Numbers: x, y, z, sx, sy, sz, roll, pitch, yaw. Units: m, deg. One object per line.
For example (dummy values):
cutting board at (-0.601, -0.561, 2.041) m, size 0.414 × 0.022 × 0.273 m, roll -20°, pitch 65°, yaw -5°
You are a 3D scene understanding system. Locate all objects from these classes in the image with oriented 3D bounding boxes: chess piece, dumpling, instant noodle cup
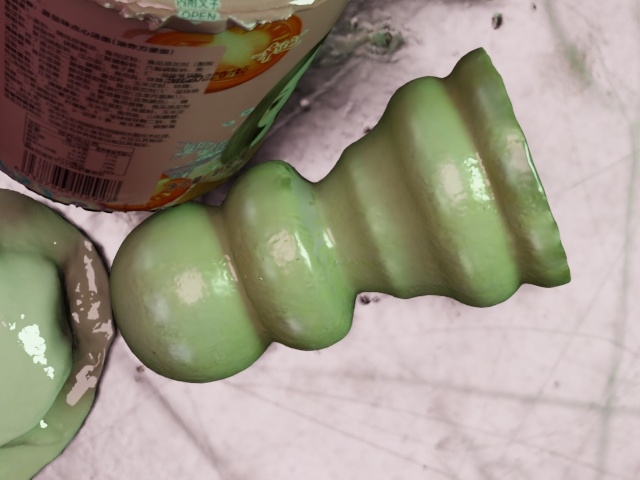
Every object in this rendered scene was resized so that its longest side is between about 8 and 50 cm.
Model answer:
chess piece at (0.000, 0.000, 0.834) m, size 0.251 × 0.144 × 0.144 m, roll -20°, pitch 87°, yaw 6°
dumpling at (-0.190, 0.060, 0.861) m, size 0.150 × 0.092 × 0.176 m, roll -17°, pitch 82°, yaw -13°
instant noodle cup at (-0.087, -0.147, 0.730) m, size 0.243 × 0.231 × 0.243 m, roll 6°, pitch 62°, yaw -12°
